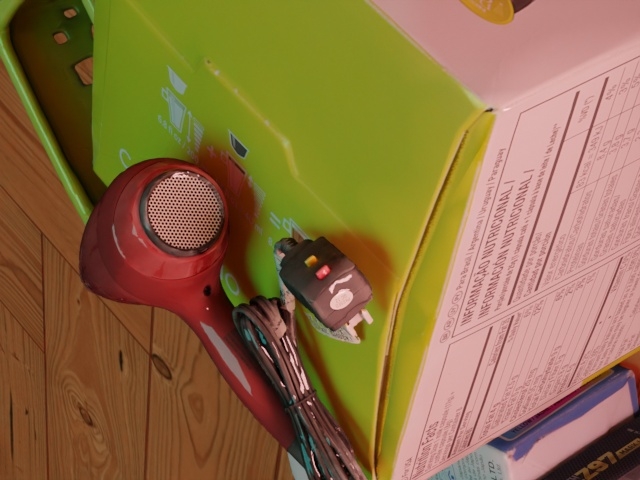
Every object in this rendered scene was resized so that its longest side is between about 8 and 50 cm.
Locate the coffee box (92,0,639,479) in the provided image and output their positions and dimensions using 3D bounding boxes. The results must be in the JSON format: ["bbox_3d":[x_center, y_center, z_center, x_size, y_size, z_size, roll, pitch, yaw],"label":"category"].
[{"bbox_3d":[0.082,-0.116,1.035,0.337,0.334,0.338,46,147,28],"label":"coffee box"}]

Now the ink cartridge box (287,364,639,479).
[{"bbox_3d":[0.100,0.202,1.454,0.395,0.151,0.270,18,128,50],"label":"ink cartridge box"}]

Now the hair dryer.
[{"bbox_3d":[-0.068,0.056,0.995,0.293,0.080,0.224,34,142,44],"label":"hair dryer"}]

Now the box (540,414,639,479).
[{"bbox_3d":[0.231,0.273,1.269,0.059,0.183,0.233,14,126,54],"label":"box"}]

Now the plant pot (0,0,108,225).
[{"bbox_3d":[-0.133,-0.164,1.472,0.228,0.207,0.227,63,151,-1],"label":"plant pot"}]
